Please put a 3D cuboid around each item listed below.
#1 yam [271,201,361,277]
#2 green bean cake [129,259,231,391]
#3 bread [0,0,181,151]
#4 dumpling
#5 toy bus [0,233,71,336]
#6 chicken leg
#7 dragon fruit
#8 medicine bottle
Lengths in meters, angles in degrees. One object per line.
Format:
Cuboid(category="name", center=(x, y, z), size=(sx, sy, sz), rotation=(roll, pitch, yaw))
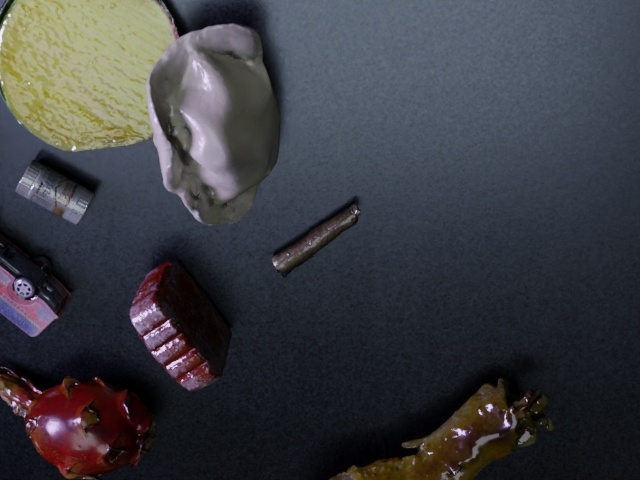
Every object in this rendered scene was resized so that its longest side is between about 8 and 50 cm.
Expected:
Cuboid(category="yam", center=(0.000, 0.000, 1.449), size=(0.129, 0.027, 0.033), rotation=(-33, 69, 15))
Cuboid(category="green bean cake", center=(-0.168, 0.104, 1.437), size=(0.056, 0.135, 0.136), rotation=(-32, 108, 14))
Cuboid(category="bread", center=(-0.265, -0.208, 1.367), size=(0.228, 0.033, 0.229), rotation=(0, 111, -1))
Cuboid(category="dumpling", center=(-0.119, -0.123, 1.332), size=(0.162, 0.132, 0.250), rotation=(-23, 129, -30))
Cuboid(category="toy bus", center=(-0.397, 0.034, 1.453), size=(0.192, 0.065, 0.077), rotation=(41, 115, -14))
Cuboid(category="chicken leg", center=(0.125, 0.327, 1.535), size=(0.429, 0.153, 0.201), rotation=(-42, 118, 9))
Cuboid(category="dragon fruit", center=(-0.329, 0.220, 1.512), size=(0.246, 0.125, 0.125), rotation=(26, 125, 8))
Cuboid(category="medicine bottle", center=(-0.316, -0.058, 1.421), size=(0.083, 0.047, 0.047), rotation=(30, 110, -11))
